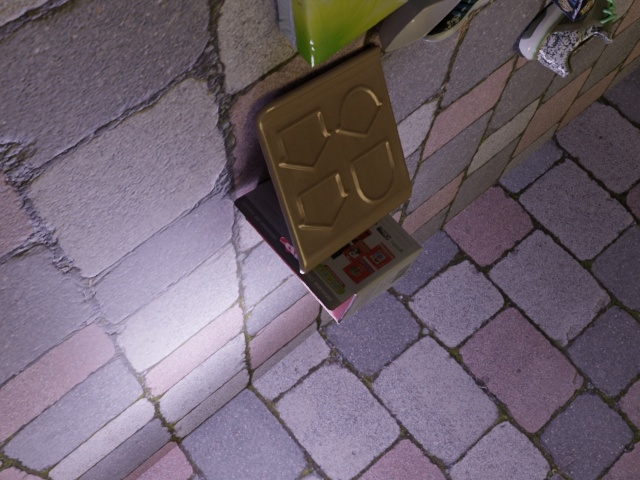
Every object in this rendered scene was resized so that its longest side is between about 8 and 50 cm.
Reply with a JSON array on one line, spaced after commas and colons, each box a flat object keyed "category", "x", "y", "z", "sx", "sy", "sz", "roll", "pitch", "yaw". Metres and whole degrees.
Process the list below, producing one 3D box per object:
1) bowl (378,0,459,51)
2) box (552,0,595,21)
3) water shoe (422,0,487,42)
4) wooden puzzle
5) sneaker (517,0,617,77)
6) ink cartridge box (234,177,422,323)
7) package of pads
[{"category": "bowl", "x": 0.173, "y": -0.409, "z": 1.495, "sx": 0.142, "sy": 0.053, "sz": 0.142, "roll": -32, "pitch": 174, "yaw": -40}, {"category": "box", "x": 0.430, "y": -0.535, "z": 1.520, "sx": 0.051, "sy": 0.220, "sz": 0.175, "roll": -35, "pitch": 163, "yaw": -10}, {"category": "water shoe", "x": 0.261, "y": -0.470, "z": 1.601, "sx": 0.203, "sy": 0.073, "sz": 0.080, "roll": -42, "pitch": 138, "yaw": -3}, {"category": "wooden puzzle", "x": 0.023, "y": -0.156, "z": 1.576, "sx": 0.322, "sy": 0.080, "sz": 0.348, "roll": -35, "pitch": 125, "yaw": -32}, {"category": "sneaker", "x": 0.704, "y": -0.588, "z": 2.125, "sx": 0.410, "sy": 0.182, "sz": 0.158, "roll": -50, "pitch": 163, "yaw": 24}, {"category": "ink cartridge box", "x": 0.000, "y": 0.000, "z": 1.713, "sx": 0.272, "sy": 0.309, "sz": 0.130, "roll": -31, "pitch": 161, "yaw": -33}, {"category": "package of pads", "x": 0.046, "y": -0.402, "z": 1.143, "sx": 0.229, "sy": 0.101, "sz": 0.296, "roll": -37, "pitch": 164, "yaw": -11}]
